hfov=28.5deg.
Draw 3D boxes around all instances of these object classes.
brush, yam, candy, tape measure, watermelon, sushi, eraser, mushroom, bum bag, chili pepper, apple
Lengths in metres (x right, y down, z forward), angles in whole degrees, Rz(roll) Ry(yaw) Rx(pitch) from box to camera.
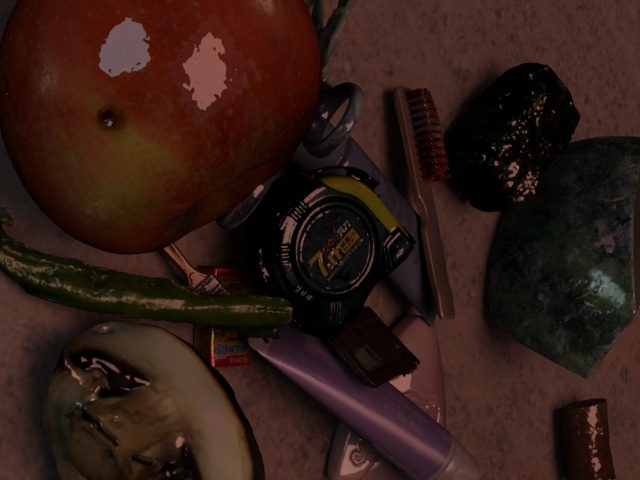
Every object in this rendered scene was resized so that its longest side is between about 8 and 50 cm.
[{"bbox_3d":[-0.156,0.034,1.468,0.043,0.014,0.170,-42,100,-12],"label":"brush"},{"bbox_3d":[0.416,0.316,1.976,0.084,0.084,0.127,-11,94,-41],"label":"yam"},{"bbox_3d":[-0.117,0.091,1.517,0.062,0.038,0.122,3,89,-42],"label":"candy"},{"bbox_3d":[0.000,0.000,1.519,0.199,0.112,0.186,-49,121,-18],"label":"tape measure"},{"bbox_3d":[0.406,0.042,1.881,0.258,0.228,0.387,40,56,-44],"label":"watermelon"},{"bbox_3d":[0.270,-0.153,1.802,0.225,0.124,0.127,-52,122,-21],"label":"sushi"},{"bbox_3d":[0.155,-0.054,1.699,0.060,0.050,0.321,7,72,-68],"label":"brush"},{"bbox_3d":[0.116,0.222,1.713,0.204,0.059,0.243,17,84,-41],"label":"eraser"},{"bbox_3d":[-0.192,0.229,1.376,0.267,0.164,0.189,39,33,1],"label":"mushroom"},{"bbox_3d":[0.062,0.139,1.617,0.109,0.026,0.159,48,23,14],"label":"bum bag"},{"bbox_3d":[-0.200,0.052,1.381,0.359,0.085,0.076,17,62,-26],"label":"chili pepper"},{"bbox_3d":[-0.165,-0.160,1.271,0.348,0.348,0.277,-33,85,-36],"label":"apple"}]

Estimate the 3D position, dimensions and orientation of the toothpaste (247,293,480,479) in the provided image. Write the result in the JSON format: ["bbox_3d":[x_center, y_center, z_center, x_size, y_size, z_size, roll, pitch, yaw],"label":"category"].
[{"bbox_3d":[0.057,0.200,1.596,0.371,0.080,0.125,43,34,-19],"label":"toothpaste"}]

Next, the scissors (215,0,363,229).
[{"bbox_3d":[-0.012,-0.194,1.481,0.029,0.256,0.383,34,45,-22],"label":"scissors"}]

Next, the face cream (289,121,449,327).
[{"bbox_3d":[0.061,-0.045,1.646,0.385,0.086,0.135,46,45,-36],"label":"face cream"}]
